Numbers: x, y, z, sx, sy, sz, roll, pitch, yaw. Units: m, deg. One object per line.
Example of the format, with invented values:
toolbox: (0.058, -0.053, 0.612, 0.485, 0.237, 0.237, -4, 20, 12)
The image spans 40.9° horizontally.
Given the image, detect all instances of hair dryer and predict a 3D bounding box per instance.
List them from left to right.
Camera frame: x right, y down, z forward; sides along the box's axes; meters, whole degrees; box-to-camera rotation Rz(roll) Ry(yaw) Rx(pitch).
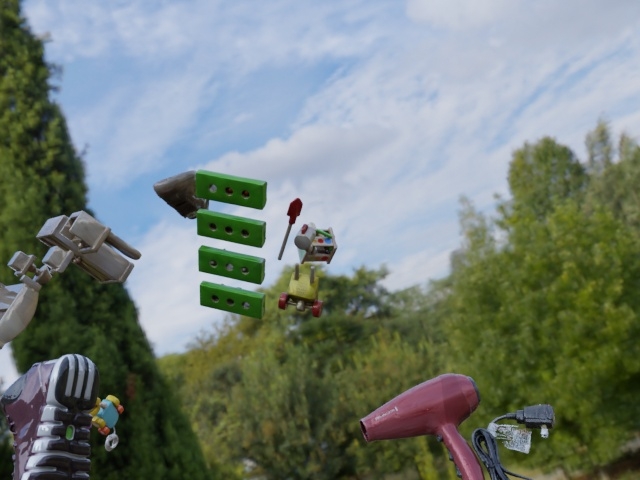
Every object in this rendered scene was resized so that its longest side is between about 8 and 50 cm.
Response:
hair dryer: (0.202, 0.291, 1.276, 0.293, 0.080, 0.224, 9, 39, 17)

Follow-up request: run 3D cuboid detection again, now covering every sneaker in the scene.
sneaker: (-0.427, 0.312, 1.289, 0.162, 0.282, 0.106, -6, -25, 37)
sneaker: (-0.215, -0.071, 1.402, 0.066, 0.071, 0.188, -20, 0, 10)

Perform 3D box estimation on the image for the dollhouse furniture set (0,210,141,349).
dollhouse furniture set: (-0.525, 0.146, 1.636, 0.173, 0.356, 0.303, 39, -25, -26)

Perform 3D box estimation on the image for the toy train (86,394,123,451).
toy train: (-0.412, 0.328, 1.500, 0.046, 0.125, 0.166, 14, 1, 21)

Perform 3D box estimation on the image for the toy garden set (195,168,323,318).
toy garden set: (-0.089, 0.010, 1.336, 0.203, 0.244, 0.049, 11, 32, 12)

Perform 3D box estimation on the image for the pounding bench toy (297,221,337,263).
pounding bench toy: (0.000, 0.000, 1.588, 0.065, 0.052, 0.083, 1, -37, -20)
